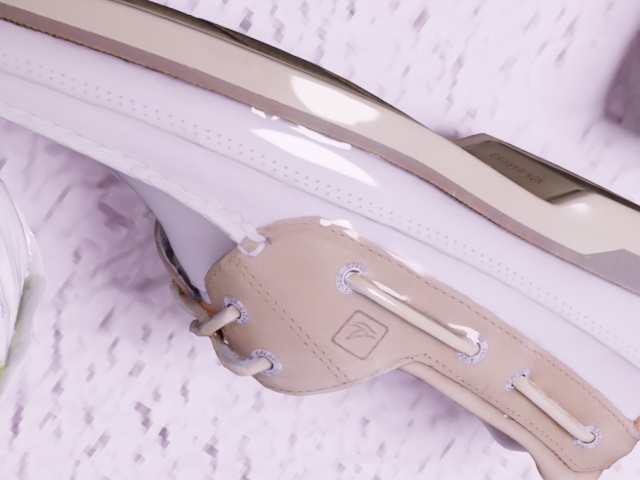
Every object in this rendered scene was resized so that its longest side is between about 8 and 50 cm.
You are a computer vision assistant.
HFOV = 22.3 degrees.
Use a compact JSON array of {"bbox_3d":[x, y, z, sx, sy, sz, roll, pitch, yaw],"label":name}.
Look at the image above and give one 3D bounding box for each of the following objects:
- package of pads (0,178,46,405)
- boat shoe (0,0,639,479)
[{"bbox_3d":[-0.241,-0.031,0.417,0.229,0.101,0.296,-29,115,17],"label":"package of pads"},{"bbox_3d":[0.000,0.000,0.524,0.302,0.113,0.103,22,98,-20],"label":"boat shoe"}]
